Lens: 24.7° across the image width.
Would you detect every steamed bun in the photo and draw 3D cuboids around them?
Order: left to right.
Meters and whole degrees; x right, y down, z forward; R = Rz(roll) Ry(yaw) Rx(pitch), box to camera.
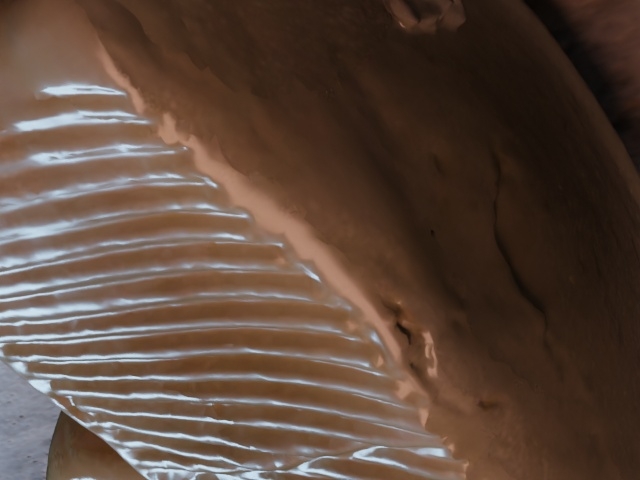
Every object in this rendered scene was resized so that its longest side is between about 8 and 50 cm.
[{"bbox_3d":[-0.001,-0.005,0.649,0.247,0.236,0.383,-21,122,44],"label":"steamed bun"}]

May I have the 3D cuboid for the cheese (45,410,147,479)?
[{"bbox_3d":[-0.051,0.139,0.894,0.235,0.117,0.218,-18,131,34],"label":"cheese"}]
